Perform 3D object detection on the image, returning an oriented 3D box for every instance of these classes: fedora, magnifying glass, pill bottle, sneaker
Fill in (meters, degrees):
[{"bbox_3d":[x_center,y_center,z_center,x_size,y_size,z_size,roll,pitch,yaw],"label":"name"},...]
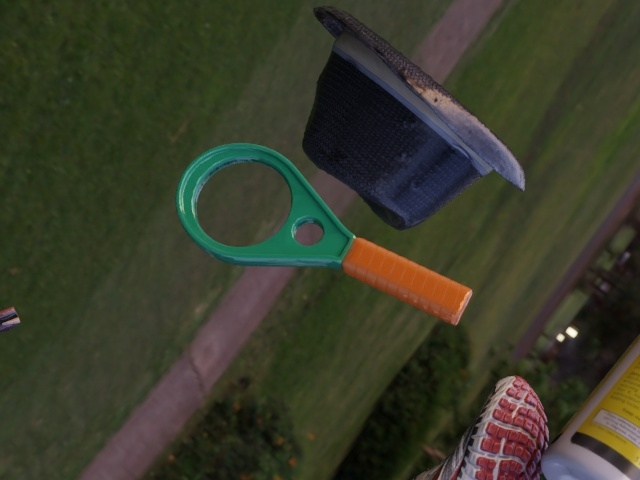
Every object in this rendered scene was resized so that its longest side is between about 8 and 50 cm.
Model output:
[{"bbox_3d":[0.073,-0.120,1.322,0.152,0.334,0.334,-49,163,5],"label":"fedora"},{"bbox_3d":[0.000,0.000,0.842,0.092,0.231,0.026,-60,164,-18],"label":"magnifying glass"},{"bbox_3d":[0.296,0.149,0.992,0.208,0.119,0.119,-46,161,-19],"label":"pill bottle"},{"bbox_3d":[0.123,0.213,1.025,0.088,0.093,0.225,47,66,-31],"label":"sneaker"}]

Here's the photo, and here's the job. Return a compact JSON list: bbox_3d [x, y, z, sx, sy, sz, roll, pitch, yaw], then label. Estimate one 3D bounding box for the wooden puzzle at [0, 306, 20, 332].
[{"bbox_3d":[-0.168,0.046,0.488,0.083,0.006,0.049,-18,167,-28],"label":"wooden puzzle"}]
